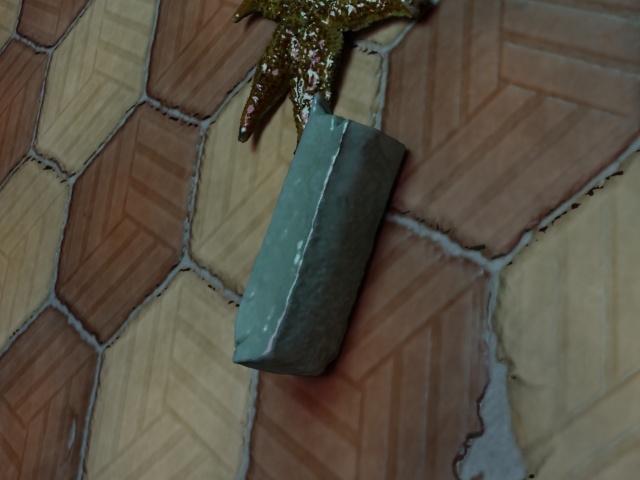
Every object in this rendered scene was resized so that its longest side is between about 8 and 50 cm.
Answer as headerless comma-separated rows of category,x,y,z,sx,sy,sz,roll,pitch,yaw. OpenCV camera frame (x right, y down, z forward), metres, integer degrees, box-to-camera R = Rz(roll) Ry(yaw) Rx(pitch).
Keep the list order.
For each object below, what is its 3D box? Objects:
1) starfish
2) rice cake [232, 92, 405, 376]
starfish,-0.010,-0.183,0.851,0.240,0.043,0.227,21,87,52
rice cake,0.000,0.001,0.734,0.063,0.069,0.206,12,78,51
